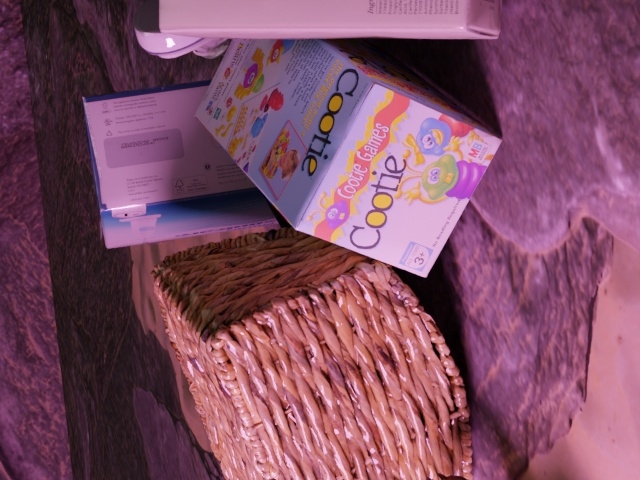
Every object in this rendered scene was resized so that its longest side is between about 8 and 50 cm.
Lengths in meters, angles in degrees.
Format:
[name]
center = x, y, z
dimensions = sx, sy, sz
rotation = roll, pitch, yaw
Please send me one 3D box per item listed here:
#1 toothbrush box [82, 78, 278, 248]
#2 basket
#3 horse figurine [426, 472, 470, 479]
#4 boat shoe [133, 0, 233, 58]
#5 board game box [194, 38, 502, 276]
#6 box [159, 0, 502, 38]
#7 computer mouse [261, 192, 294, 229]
[toothbrush box]
center = -0.140, -0.081, 1.721
dimensions = 0.295, 0.216, 0.126
rotation = 122, 139, -80
[basket]
center = 0.000, 0.133, 1.483
dimensions = 0.223, 0.213, 0.299
rotation = 36, 148, 64
[horse figurine]
center = 0.179, 0.293, 1.300
dimensions = 0.263, 0.066, 0.174
rotation = -167, 65, -71
[boat shoe]
center = -0.094, -0.220, 1.551
dimensions = 0.095, 0.258, 0.084
rotation = 6, 119, 28
[board game box]
center = 0.017, -0.102, 1.425
dimensions = 0.144, 0.142, 0.275
rotation = -62, 31, 13
[box]
center = 0.007, -0.221, 1.300
dimensions = 0.275, 0.094, 0.113
rotation = 5, 95, 24
[computer mouse]
center = 0.000, 0.000, 1.602
dimensions = 0.184, 0.060, 0.262
rotation = 53, 173, 49
